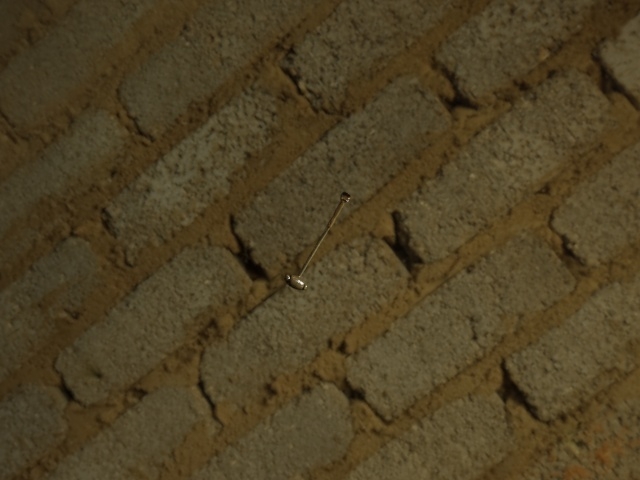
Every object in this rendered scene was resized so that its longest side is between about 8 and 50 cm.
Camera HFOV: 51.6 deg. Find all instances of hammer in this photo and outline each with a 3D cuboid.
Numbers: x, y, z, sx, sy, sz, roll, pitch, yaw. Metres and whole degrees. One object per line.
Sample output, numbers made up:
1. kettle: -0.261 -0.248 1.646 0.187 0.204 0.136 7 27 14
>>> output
1. hammer: 0.000 0.000 0.736 0.123 0.029 0.014 -59 -158 -4
